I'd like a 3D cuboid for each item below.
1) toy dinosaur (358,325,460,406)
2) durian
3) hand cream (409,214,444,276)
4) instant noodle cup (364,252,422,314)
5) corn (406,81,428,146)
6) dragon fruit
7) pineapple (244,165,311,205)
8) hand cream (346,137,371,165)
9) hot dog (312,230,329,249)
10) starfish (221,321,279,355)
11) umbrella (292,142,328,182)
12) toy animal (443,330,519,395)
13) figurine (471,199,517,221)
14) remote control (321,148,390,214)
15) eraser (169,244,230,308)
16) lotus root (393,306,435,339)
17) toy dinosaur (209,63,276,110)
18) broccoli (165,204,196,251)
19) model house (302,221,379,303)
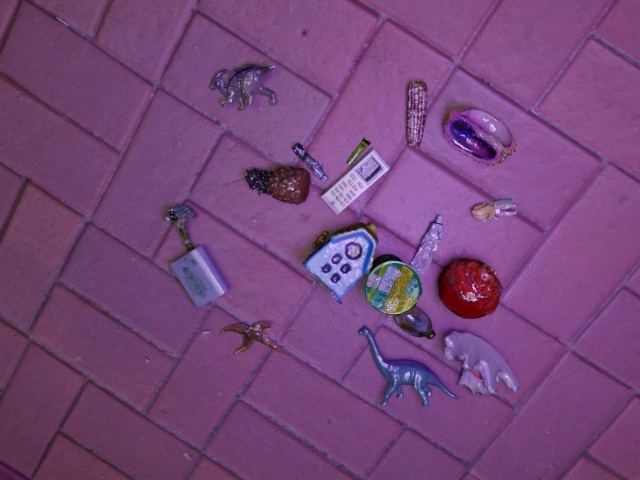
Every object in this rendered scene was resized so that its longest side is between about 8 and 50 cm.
[{"bbox_3d":[0.363,0.505,1.761,0.383,0.129,0.331,-6,90,7],"label":"toy dinosaur"},{"bbox_3d":[0.589,-0.393,1.557,0.186,0.154,0.260,-38,87,-11],"label":"durian"},{"bbox_3d":[0.429,0.020,1.687,0.084,0.050,0.257,22,105,0],"label":"hand cream"},{"bbox_3d":[0.270,0.151,1.631,0.207,0.233,0.207,1,101,4],"label":"instant noodle cup"},{"bbox_3d":[0.358,-0.474,1.597,0.079,0.079,0.237,4,103,6],"label":"corn"},{"bbox_3d":[0.558,0.180,1.595,0.240,0.252,0.241,-2,95,-25],"label":"dragon fruit"},{"bbox_3d":[-0.182,-0.233,1.675,0.278,0.158,0.158,14,101,15],"label":"pineapple"},{"bbox_3d":[0.148,-0.346,1.669,0.036,0.023,0.122,40,98,3],"label":"hand cream"},{"bbox_3d":[0.000,0.000,1.740,0.030,0.034,0.090,39,101,0],"label":"hot dog"},{"bbox_3d":[-0.303,0.424,1.848,0.247,0.050,0.138,-8,99,15],"label":"starfish"},{"bbox_3d":[-0.037,-0.309,1.684,0.050,0.046,0.188,-39,94,31],"label":"umbrella"},{"bbox_3d":[0.578,0.492,1.681,0.307,0.188,0.266,2,64,-28],"label":"toy animal"},{"bbox_3d":[0.664,-0.115,1.623,0.187,0.083,0.083,-3,100,-2],"label":"figurine"},{"bbox_3d":[0.137,-0.228,1.673,0.277,0.055,0.103,-41,93,12],"label":"remote control"},{"bbox_3d":[-0.514,0.156,1.805,0.174,0.081,0.227,-29,97,13],"label":"eraser"},{"bbox_3d":[0.387,0.334,1.725,0.192,0.088,0.113,36,118,-1],"label":"lotus root"},{"bbox_3d":[-0.299,-0.596,1.652,0.294,0.077,0.162,-7,99,9],"label":"toy dinosaur"},{"bbox_3d":[-0.574,-0.053,1.779,0.122,0.118,0.204,-14,117,-21],"label":"broccoli"},{"bbox_3d":[0.106,0.050,1.637,0.215,0.237,0.303,42,99,0],"label":"model house"}]
